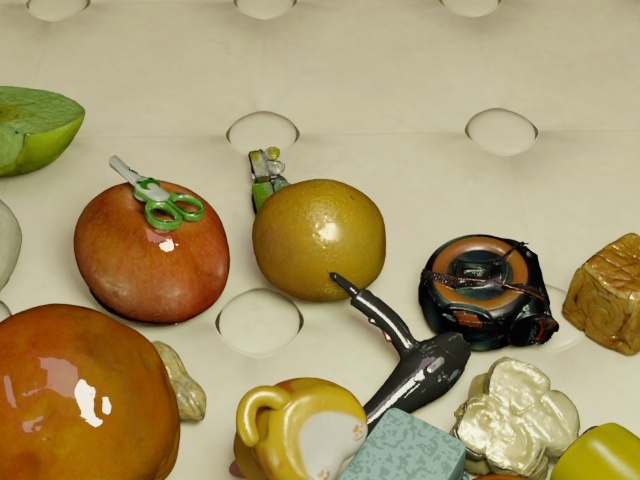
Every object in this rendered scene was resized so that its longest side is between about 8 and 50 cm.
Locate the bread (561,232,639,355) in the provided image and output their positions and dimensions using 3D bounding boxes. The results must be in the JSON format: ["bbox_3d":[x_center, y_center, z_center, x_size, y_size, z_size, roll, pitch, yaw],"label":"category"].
[{"bbox_3d":[0.512,0.090,1.667,0.143,0.158,0.149,-29,49,-24],"label":"bread"}]

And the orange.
[{"bbox_3d":[0.000,0.000,1.704,0.236,0.236,0.236,0,46,0],"label":"orange"}]

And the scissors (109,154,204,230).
[{"bbox_3d":[-0.285,-0.083,1.637,0.204,0.027,0.101,35,38,29],"label":"scissors"}]

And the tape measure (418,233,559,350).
[{"bbox_3d":[0.277,0.086,1.680,0.222,0.135,0.202,-3,49,1],"label":"tape measure"}]

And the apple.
[{"bbox_3d":[-0.284,0.012,1.700,0.251,0.206,0.272,-28,51,-28],"label":"apple"}]

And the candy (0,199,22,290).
[{"bbox_3d":[-0.734,0.039,1.692,0.386,0.186,0.427,7,51,1],"label":"candy"}]

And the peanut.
[{"bbox_3d":[-0.240,0.223,1.582,0.080,0.080,0.174,-29,52,-25],"label":"peanut"}]

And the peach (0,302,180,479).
[{"bbox_3d":[-0.362,0.247,1.383,0.342,0.343,0.302,-32,76,-27],"label":"peach"}]

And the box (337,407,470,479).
[{"bbox_3d":[0.108,0.361,1.419,0.162,0.130,0.227,24,47,21],"label":"box"}]

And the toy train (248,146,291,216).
[{"bbox_3d":[-0.099,-0.104,1.911,0.081,0.060,0.202,-12,46,-4],"label":"toy train"}]

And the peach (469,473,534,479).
[{"bbox_3d":[0.259,0.424,1.315,0.243,0.200,0.243,9,35,-7],"label":"peach"}]

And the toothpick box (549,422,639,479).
[{"bbox_3d":[0.448,0.384,1.374,0.175,0.175,0.271,-24,48,-22],"label":"toothpick box"}]

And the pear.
[{"bbox_3d":[-0.597,-0.224,1.979,0.288,0.139,0.239,22,35,25],"label":"pear"}]

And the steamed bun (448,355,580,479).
[{"bbox_3d":[0.297,0.289,1.512,0.192,0.106,0.177,28,65,8],"label":"steamed bun"}]

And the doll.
[{"bbox_3d":[-0.039,0.284,1.412,0.162,0.270,0.166,44,65,10],"label":"doll"}]

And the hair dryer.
[{"bbox_3d":[0.086,0.164,1.596,0.235,0.091,0.272,-36,78,-20],"label":"hair dryer"}]
